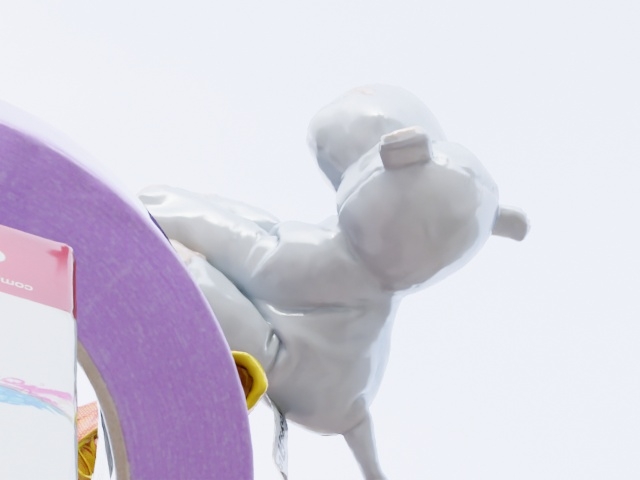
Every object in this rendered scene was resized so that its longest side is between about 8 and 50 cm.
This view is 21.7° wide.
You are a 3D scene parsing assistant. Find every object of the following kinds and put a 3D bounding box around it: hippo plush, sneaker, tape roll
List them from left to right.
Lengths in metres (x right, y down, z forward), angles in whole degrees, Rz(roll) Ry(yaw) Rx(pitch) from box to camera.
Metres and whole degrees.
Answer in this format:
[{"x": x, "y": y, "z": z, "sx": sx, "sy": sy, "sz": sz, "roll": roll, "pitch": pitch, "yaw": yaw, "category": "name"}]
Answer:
[{"x": -0.165, "y": 0.079, "z": 0.580, "sx": 0.275, "sy": 0.090, "sz": 0.274, "roll": -2, "pitch": -79, "yaw": -11, "category": "tape roll"}, {"x": -0.111, "y": 0.109, "z": 0.969, "sx": 0.064, "sy": 0.175, "sz": 0.067, "roll": 56, "pitch": -22, "yaw": 6, "category": "sneaker"}, {"x": 0.000, "y": 0.000, "z": 1.198, "sx": 0.234, "sy": 0.294, "sz": 0.236, "roll": 25, "pitch": -66, "yaw": -35, "category": "hippo plush"}]

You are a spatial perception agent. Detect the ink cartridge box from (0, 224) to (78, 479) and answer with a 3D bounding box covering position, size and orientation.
[{"x": -0.106, "y": 0.082, "z": 0.378, "sx": 0.072, "sy": 0.175, "sz": 0.127, "roll": 17, "pitch": -69, "yaw": -16, "category": "ink cartridge box"}]
